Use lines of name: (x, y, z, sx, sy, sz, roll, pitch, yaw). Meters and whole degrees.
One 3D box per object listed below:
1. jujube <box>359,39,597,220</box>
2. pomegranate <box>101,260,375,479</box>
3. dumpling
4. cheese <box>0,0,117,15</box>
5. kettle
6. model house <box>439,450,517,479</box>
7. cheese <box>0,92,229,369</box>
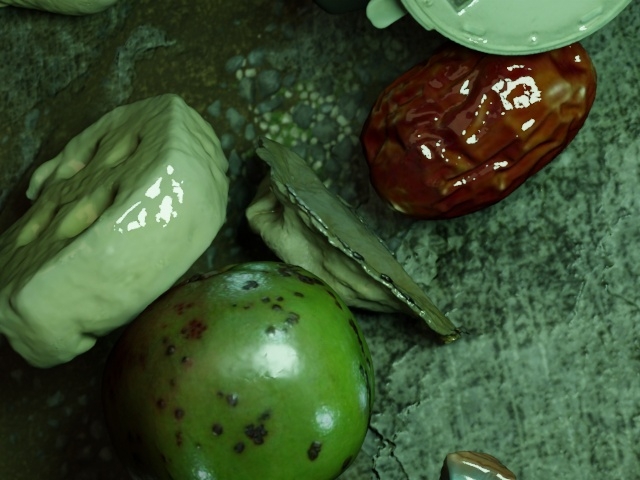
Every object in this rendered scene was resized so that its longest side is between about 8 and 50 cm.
jujube: (0.158, -0.122, 1.547, 0.250, 0.174, 0.174, -33, 62, 6)
pomegranate: (-0.052, 0.172, 1.489, 0.291, 0.291, 0.323, -39, 81, 7)
dumpling: (0.000, 0.003, 1.586, 0.332, 0.166, 0.086, 44, 106, 31)
cheese: (-0.410, -0.366, 1.911, 0.328, 0.129, 0.351, -33, 60, 8)
kettle: (0.133, -0.349, 1.532, 0.361, 0.250, 0.376, -37, 29, 19)
model house: (0.145, 0.362, 1.347, 0.252, 0.295, 0.329, 18, 46, 12)
cheese: (-0.238, -0.013, 1.641, 0.318, 0.115, 0.326, -3, 44, 53)
